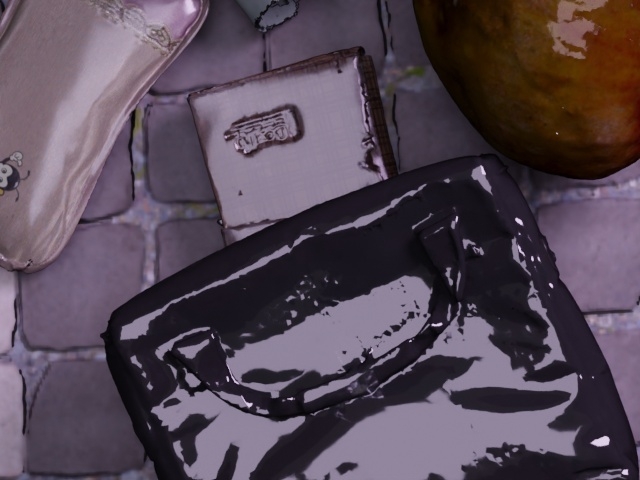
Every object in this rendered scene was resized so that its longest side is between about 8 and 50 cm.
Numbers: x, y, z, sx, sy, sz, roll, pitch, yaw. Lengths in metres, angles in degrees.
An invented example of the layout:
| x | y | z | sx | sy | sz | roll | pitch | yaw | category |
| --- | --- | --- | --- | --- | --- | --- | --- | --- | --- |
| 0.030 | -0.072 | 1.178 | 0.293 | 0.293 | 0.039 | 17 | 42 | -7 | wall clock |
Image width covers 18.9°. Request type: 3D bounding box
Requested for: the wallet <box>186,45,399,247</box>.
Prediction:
| x | y | z | sx | sy | sz | roll | pitch | yaw | category |
| --- | --- | --- | --- | --- | --- | --- | --- | --- | --- |
| 0.000 | 0.000 | 1.228 | 0.124 | 0.042 | 0.230 | -14 | 89 | 2 | wallet |

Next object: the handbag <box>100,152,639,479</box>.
| x | y | z | sx | sy | sz | roll | pitch | yaw | category |
| --- | --- | --- | --- | --- | --- | --- | --- | --- | --- |
| 0.032 | 0.096 | 1.165 | 0.275 | 0.088 | 0.244 | -25 | 92 | 7 | handbag |

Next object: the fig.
| x | y | z | sx | sy | sz | roll | pitch | yaw | category |
| --- | --- | --- | --- | --- | --- | --- | --- | --- | --- |
| 0.105 | -0.168 | 1.151 | 0.290 | 0.190 | 0.190 | 36 | 87 | -12 | fig |

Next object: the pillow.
| x | y | z | sx | sy | sz | roll | pitch | yaw | category |
| --- | --- | --- | --- | --- | --- | --- | --- | --- | --- |
| -0.175 | -0.100 | 1.256 | 0.131 | 0.038 | 0.232 | 33 | 89 | 10 | pillow |

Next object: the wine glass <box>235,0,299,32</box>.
| x | y | z | sx | sy | sz | roll | pitch | yaw | category |
| --- | --- | --- | --- | --- | --- | --- | --- | --- | --- |
| -0.069 | -0.231 | 1.241 | 0.079 | 0.079 | 0.195 | -35 | 83 | 0 | wine glass |
